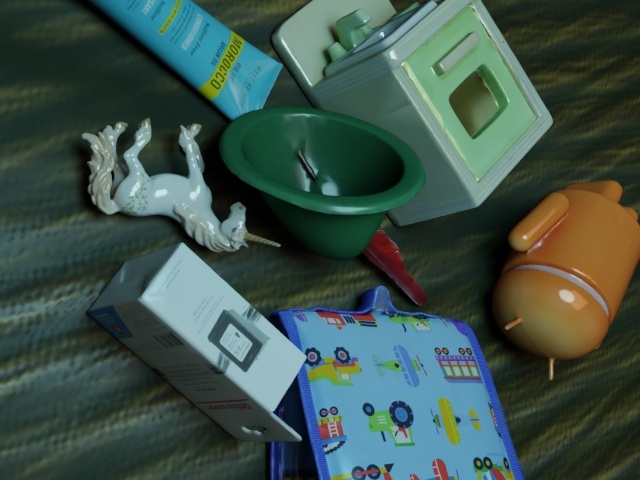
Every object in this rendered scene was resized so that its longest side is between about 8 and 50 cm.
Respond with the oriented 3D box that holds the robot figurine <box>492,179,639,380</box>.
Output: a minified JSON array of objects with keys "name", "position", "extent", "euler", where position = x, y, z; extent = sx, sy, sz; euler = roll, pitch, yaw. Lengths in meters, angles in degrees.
[{"name":"robot figurine","position":[0.259,0.033,1.065],"extent":[0.128,0.158,0.219],"euler":[24,61,15]}]

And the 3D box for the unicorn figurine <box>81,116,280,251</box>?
[{"name":"unicorn figurine","position":[-0.122,-0.045,0.858],"extent":[0.162,0.060,0.111],"euler":[-1,82,-19]}]

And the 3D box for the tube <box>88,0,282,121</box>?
[{"name":"tube","position":[-0.123,-0.181,0.887],"extent":[0.207,0.052,0.080],"euler":[36,73,-33]}]

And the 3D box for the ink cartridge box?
[{"name":"ink cartridge box","position":[-0.088,0.088,0.823],"extent":[0.180,0.104,0.060],"euler":[45,58,-21]}]

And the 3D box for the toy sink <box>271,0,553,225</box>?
[{"name":"toy sink","position":[0.094,-0.157,0.979],"extent":[0.153,0.131,0.234],"euler":[-44,107,-33]}]

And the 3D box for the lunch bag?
[{"name":"lunch bag","position":[0.066,0.182,0.913],"extent":[0.221,0.138,0.293],"euler":[5,70,-32]}]

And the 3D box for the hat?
[{"name":"hat","position":[0.000,0.000,0.924],"extent":[0.209,0.183,0.173],"euler":[18,35,9]}]
